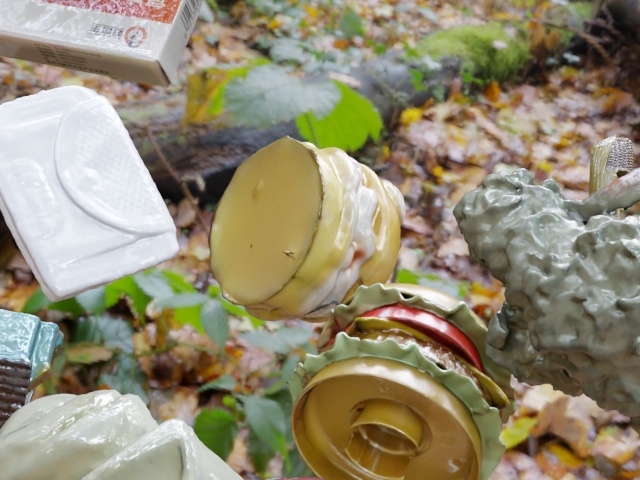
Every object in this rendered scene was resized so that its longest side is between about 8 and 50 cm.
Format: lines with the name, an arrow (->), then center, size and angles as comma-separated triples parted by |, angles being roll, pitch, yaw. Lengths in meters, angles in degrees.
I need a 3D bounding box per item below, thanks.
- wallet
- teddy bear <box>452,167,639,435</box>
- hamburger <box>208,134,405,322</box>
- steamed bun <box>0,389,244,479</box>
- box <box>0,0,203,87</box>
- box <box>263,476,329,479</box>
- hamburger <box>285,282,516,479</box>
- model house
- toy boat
wallet -> -0.200, -0.046, 0.739 | 0.124, 0.032, 0.183 | -22, 73, -28
teddy bear -> 0.343, 0.081, 0.889 | 0.357, 0.367, 0.224 | -14, 46, 21
hamburger -> 0.000, 0.000, 1.309 | 0.237, 0.276, 0.276 | 21, 16, -36
steamed bun -> -0.233, 0.342, 0.967 | 0.339, 0.352, 0.247 | -12, 29, 42
box -> -0.312, -0.315, 1.085 | 0.353, 0.214, 0.069 | 12, -20, 14
box -> 0.014, 0.375, 0.688 | 0.263, 0.108, 0.404 | 36, 34, -26
hamburger -> 0.105, 0.180, 1.117 | 0.274, 0.274, 0.212 | 20, 41, 8
model house -> -0.618, 0.249, 1.591 | 0.281, 0.248, 0.230 | 12, -17, -9
toy boat -> 0.348, -0.056, 1.083 | 0.049, 0.149, 0.047 | -6, -25, 30
